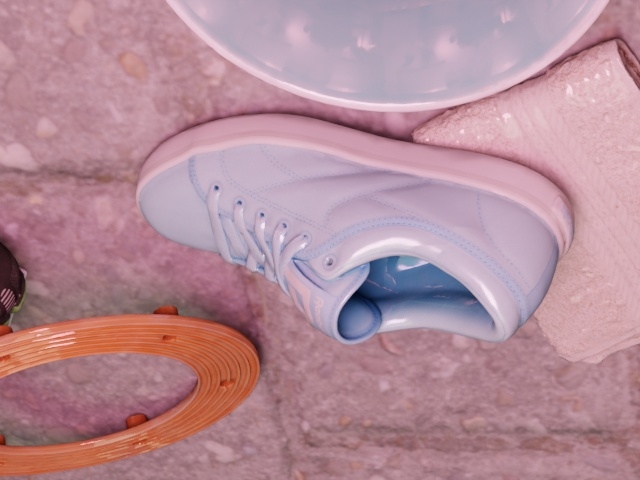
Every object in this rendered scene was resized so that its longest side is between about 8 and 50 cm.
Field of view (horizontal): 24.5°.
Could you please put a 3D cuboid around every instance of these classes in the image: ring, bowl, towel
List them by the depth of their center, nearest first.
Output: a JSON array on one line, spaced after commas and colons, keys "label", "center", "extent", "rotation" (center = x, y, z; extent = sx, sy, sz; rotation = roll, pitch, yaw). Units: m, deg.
[{"label": "bowl", "center": [0.042, -0.252, 0.914], "extent": [0.311, 0.163, 0.312], "rotation": [6, 133, 7]}, {"label": "towel", "center": [0.216, -0.018, 1.167], "extent": [0.187, 0.049, 0.282], "rotation": [-23, 123, 28]}, {"label": "ring", "center": [-0.220, 0.136, 1.323], "extent": [0.336, 0.032, 0.337], "rotation": [-11, 154, -5]}]

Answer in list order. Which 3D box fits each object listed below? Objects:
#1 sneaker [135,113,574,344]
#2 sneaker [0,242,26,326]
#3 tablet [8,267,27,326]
[{"label": "sneaker", "center": [0.000, 0.000, 1.130], "extent": [0.365, 0.150, 0.135], "rotation": [5, 135, 25]}, {"label": "sneaker", "center": [-0.449, -0.058, 1.183], "extent": [0.482, 0.185, 0.202], "rotation": [32, 134, -18]}, {"label": "tablet", "center": [-0.305, 0.046, 1.365], "extent": [0.054, 0.006, 0.083], "rotation": [21, 132, -7]}]
